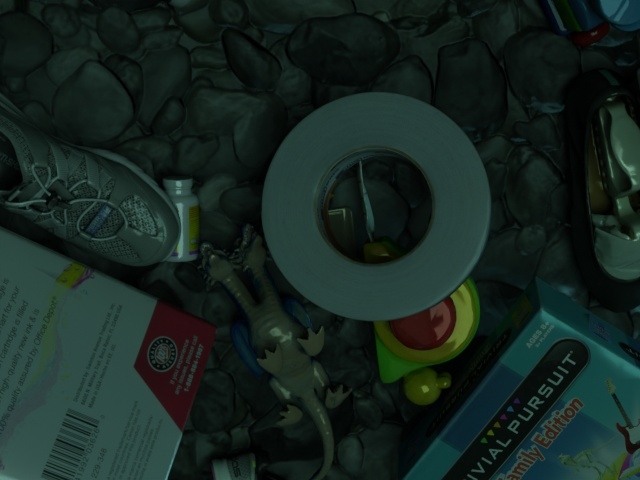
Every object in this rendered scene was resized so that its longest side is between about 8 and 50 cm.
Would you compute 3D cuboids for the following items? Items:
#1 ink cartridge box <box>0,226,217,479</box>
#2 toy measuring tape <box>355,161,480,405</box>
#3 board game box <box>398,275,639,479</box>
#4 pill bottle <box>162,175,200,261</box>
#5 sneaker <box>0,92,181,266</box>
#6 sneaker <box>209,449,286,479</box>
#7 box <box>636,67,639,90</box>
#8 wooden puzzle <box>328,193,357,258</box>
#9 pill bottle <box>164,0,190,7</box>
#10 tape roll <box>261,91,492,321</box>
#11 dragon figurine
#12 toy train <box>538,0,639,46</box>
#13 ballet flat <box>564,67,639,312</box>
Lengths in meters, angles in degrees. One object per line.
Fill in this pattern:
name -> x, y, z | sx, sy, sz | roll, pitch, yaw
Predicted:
ink cartridge box -> -0.281, 0.130, 1.118 | 0.306, 0.131, 0.226 | 26, 62, -15
toy measuring tape -> 0.102, 0.009, 1.231 | 0.122, 0.121, 0.330 | -9, 96, -10
board game box -> 0.290, 0.231, 1.246 | 0.336, 0.079, 0.253 | 31, 112, -9
pill bottle -> -0.144, -0.022, 1.202 | 0.043, 0.043, 0.083 | -2, 103, -12
sneaker -> -0.265, -0.048, 1.126 | 0.281, 0.115, 0.105 | 29, 109, -13
sneaker -> -0.053, 0.298, 1.286 | 0.075, 0.063, 0.170 | -26, 102, 1
box -> 0.482, -0.049, 1.209 | 0.215, 0.168, 0.345 | -26, 127, -5
wooden puzzle -> 0.000, 0.000, 1.255 | 0.079, 0.014, 0.116 | -1, 103, -7
pill bottle -> -0.187, -0.315, 1.087 | 0.209, 0.119, 0.119 | 29, 96, -16
tape roll -> 0.056, -0.031, 1.154 | 0.219, 0.072, 0.219 | 0, 88, 10
dragon figurine -> -0.039, 0.114, 1.234 | 0.085, 0.144, 0.289 | -28, 126, -6
toy train -> 0.352, -0.288, 1.193 | 0.248, 0.143, 0.105 | -30, 108, -4
ballet flat -> 0.314, -0.043, 1.268 | 0.095, 0.096, 0.280 | -17, 106, -8
